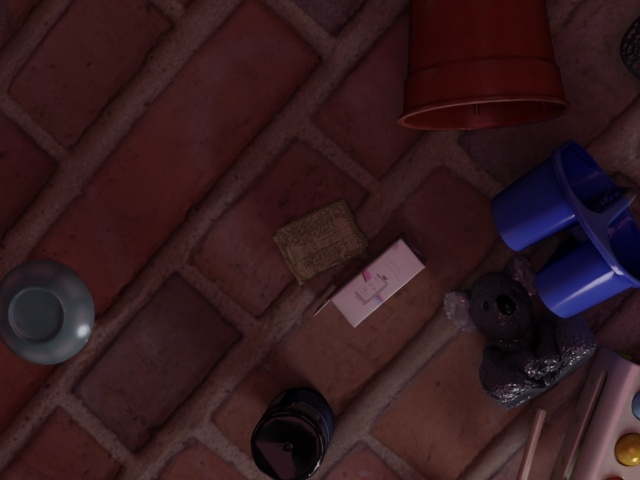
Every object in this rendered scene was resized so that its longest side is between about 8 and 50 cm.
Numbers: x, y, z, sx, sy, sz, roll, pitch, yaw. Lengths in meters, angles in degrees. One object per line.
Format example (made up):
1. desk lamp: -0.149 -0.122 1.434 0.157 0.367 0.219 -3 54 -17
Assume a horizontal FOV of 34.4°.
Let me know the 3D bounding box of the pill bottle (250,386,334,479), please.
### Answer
1. pill bottle: -0.041 0.318 1.741 0.122 0.219 0.123 1 96 7

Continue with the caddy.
1. caddy: 0.410 -0.030 1.609 0.179 0.341 0.241 -33 89 24

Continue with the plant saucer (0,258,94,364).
1. plant saucer: -0.508 0.133 1.869 0.194 0.037 0.195 1 95 7

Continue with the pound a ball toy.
1. pound a ball toy: 0.451 0.341 1.706 0.208 0.136 0.319 18 97 -12

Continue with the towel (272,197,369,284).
1. towel: 0.000 0.000 1.803 0.148 0.027 0.110 -28 91 9

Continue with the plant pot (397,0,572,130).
1. plant pot: 0.251 -0.326 1.637 0.272 0.272 0.265 -3 88 7

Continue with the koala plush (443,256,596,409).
1. koala plush: 0.319 0.149 1.726 0.196 0.203 0.221 -31 70 0

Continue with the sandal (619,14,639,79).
1. sandal: 0.699 -0.360 1.641 0.445 0.107 0.168 -23 92 13

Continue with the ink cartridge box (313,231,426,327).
1. ink cartridge box: 0.085 0.077 1.756 0.198 0.115 0.067 -41 90 10
